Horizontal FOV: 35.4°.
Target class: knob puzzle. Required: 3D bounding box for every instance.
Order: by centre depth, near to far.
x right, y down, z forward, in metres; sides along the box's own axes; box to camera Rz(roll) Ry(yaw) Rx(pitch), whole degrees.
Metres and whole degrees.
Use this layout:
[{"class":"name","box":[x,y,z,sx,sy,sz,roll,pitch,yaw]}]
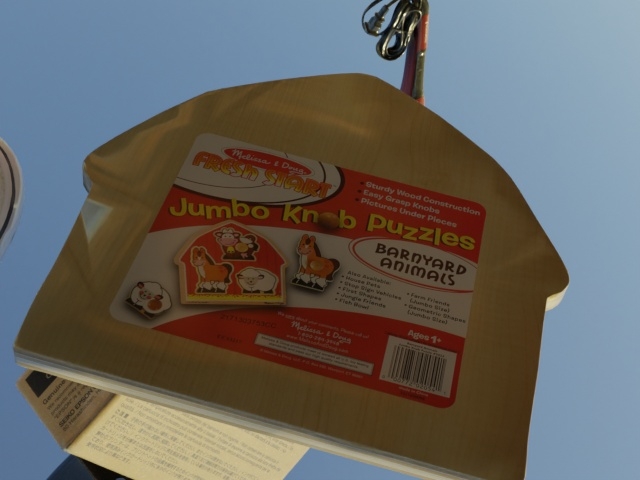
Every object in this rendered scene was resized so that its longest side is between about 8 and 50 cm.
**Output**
[{"class":"knob puzzle","box":[0.000,0.000,0.395,0.213,0.030,0.213,5,-134,-5]}]

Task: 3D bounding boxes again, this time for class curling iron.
[{"class":"curling iron","box":[0.078,-0.136,1.040,0.068,0.274,0.035,-10,-138,-7]}]

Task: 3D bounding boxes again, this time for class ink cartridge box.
[{"class":"ink cartridge box","box":[-0.079,0.097,0.772,0.088,0.193,0.235,38,176,39]}]

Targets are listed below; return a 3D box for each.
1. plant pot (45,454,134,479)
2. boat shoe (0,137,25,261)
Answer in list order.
[{"class":"plant pot","box":[-0.213,0.318,1.137,0.188,0.167,0.188,-11,-135,-45]},{"class":"boat shoe","box":[-0.360,0.039,0.639,0.135,0.367,0.156,56,172,1]}]
